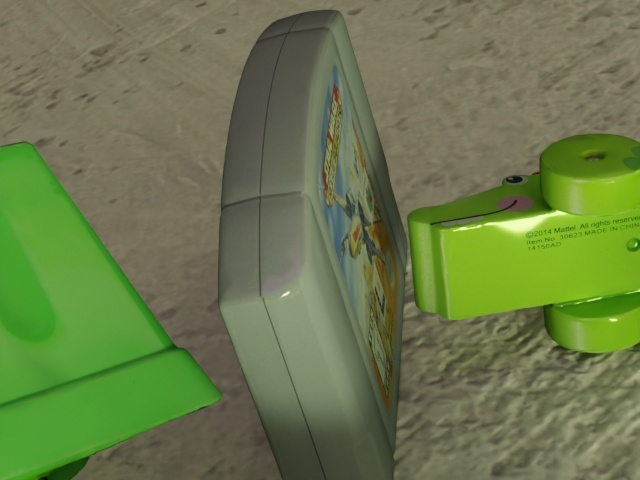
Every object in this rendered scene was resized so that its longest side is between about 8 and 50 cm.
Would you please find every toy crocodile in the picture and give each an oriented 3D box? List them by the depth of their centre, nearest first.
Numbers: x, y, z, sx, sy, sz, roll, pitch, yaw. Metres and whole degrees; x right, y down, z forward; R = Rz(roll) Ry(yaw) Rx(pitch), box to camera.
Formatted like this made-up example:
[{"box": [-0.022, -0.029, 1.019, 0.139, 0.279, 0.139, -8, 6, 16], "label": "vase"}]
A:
[{"box": [0.216, -0.022, 1.134, 0.341, 0.115, 0.105, -14, 27, -5], "label": "toy crocodile"}]

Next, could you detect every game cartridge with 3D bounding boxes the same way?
[{"box": [0.000, 0.000, 1.099, 0.062, 0.198, 0.297, -7, 35, 10], "label": "game cartridge"}]

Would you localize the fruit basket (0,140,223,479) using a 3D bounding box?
[{"box": [-0.215, 0.159, 0.916, 0.283, 0.392, 0.392, -24, 21, 41], "label": "fruit basket"}]
